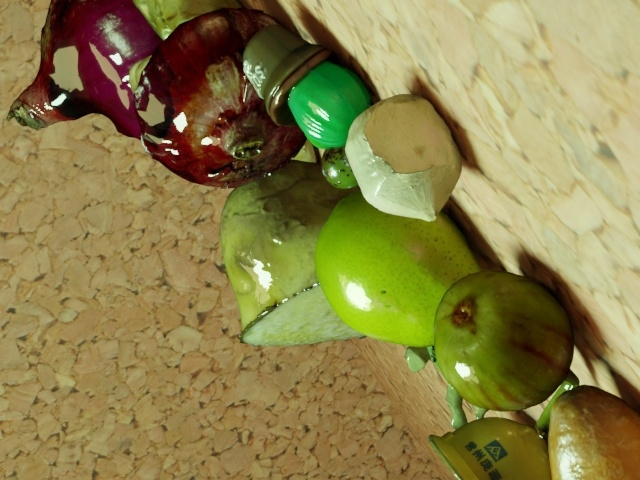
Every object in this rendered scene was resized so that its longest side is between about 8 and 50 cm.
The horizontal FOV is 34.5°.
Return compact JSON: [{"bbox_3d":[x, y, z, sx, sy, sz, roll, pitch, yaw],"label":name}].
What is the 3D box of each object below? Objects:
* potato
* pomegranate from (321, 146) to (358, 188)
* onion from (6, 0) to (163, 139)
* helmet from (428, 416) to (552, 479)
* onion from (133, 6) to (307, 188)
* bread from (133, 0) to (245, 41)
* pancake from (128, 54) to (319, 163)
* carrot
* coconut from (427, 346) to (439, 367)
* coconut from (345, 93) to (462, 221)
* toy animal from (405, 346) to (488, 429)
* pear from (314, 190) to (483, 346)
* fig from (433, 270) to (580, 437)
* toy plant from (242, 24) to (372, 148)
[{"bbox_3d":[0.000,0.000,1.512,0.288,0.301,0.237,16,-125,-46],"label":"potato"},{"bbox_3d":[0.036,-0.103,1.364,0.073,0.073,0.084,56,174,-11],"label":"pomegranate"},{"bbox_3d":[-0.431,-0.348,2.012,0.398,0.420,0.398,57,167,22],"label":"onion"},{"bbox_3d":[0.282,0.340,1.571,0.205,0.140,0.257,49,178,33],"label":"helmet"},{"bbox_3d":[-0.117,-0.178,1.355,0.252,0.252,0.219,59,-177,-35],"label":"onion"},{"bbox_3d":[-0.185,-0.332,1.559,0.268,0.130,0.152,51,-178,28],"label":"bread"},{"bbox_3d":[-0.169,-0.194,1.791,0.382,0.071,0.382,25,161,9],"label":"pancake"},{"bbox_3d":[0.303,0.245,1.012,0.159,0.159,0.225,158,90,-84],"label":"carrot"},{"bbox_3d":[0.180,0.140,1.446,0.133,0.055,0.158,40,149,37],"label":"coconut"},{"bbox_3d":[0.084,-0.075,1.001,0.124,0.110,0.110,60,175,12],"label":"coconut"},{"bbox_3d":[0.219,0.209,1.664,0.219,0.103,0.101,53,-167,-7],"label":"toy animal"},{"bbox_3d":[0.101,0.041,1.208,0.219,0.187,0.187,33,167,18],"label":"pear"},{"bbox_3d":[0.205,0.114,1.040,0.186,0.148,0.142,20,171,-18],"label":"fig"},{"bbox_3d":[-0.005,-0.162,1.203,0.200,0.105,0.143,47,163,15],"label":"toy plant"}]
